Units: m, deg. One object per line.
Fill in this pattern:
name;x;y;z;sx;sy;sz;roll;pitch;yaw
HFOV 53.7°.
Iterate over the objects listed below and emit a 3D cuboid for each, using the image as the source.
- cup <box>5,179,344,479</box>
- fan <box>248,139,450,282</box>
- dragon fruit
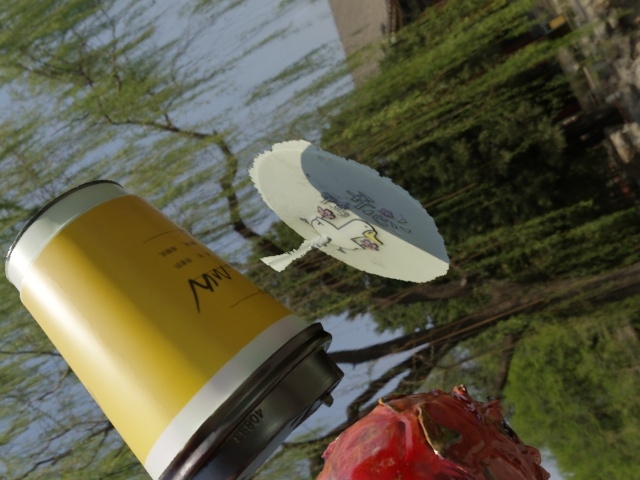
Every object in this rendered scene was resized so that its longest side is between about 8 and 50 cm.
cup;-0.129;0.085;0.547;0.280;0.196;0.196;42;-157;11
fan;0.000;0.001;0.740;0.233;0.415;0.012;35;-112;-8
dragon fruit;0.114;0.273;0.653;0.241;0.252;0.241;-8;-90;-81
